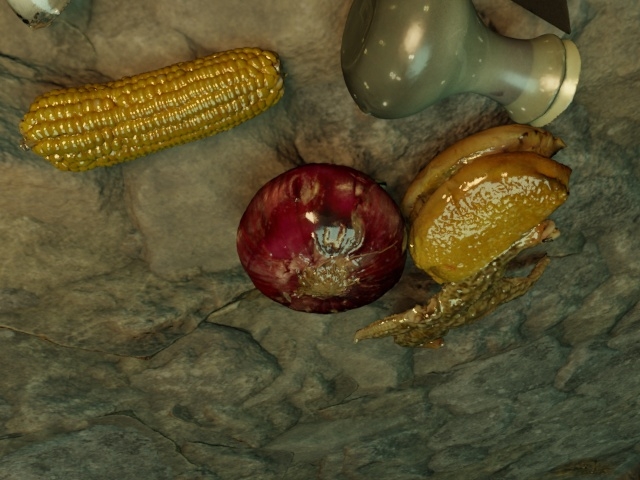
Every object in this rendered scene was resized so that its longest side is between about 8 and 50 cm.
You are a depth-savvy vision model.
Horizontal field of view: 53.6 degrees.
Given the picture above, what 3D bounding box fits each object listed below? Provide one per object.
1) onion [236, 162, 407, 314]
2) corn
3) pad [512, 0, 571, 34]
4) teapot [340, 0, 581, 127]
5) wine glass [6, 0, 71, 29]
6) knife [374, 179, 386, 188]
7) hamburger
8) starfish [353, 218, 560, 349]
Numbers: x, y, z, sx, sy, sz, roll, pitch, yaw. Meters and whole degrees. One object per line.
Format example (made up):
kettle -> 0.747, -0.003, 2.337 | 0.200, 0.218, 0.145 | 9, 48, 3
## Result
onion -> 0.007, -0.004, 0.904 | 0.246, 0.190, 0.246 | 5, 142, 4
corn -> -0.187, -0.153, 0.746 | 0.312, 0.102, 0.102 | -13, 139, -3
pad -> 0.200, -0.321, 0.650 | 0.003, 0.143, 0.211 | -34, 138, 1
teapot -> 0.156, -0.209, 0.711 | 0.250, 0.184, 0.183 | 10, 133, -17
wine glass -> -0.308, -0.279, 0.594 | 0.072, 0.072, 0.155 | -27, 137, 13
knife -> 0.000, -0.001, 1.030 | 0.043, 0.020, 0.293 | 26, 124, -35
hamburger -> 0.221, -0.070, 0.935 | 0.156, 0.144, 0.283 | 31, 121, -26
starfish -> 0.270, 0.103, 1.125 | 0.432, 0.082, 0.324 | -38, 152, 28
